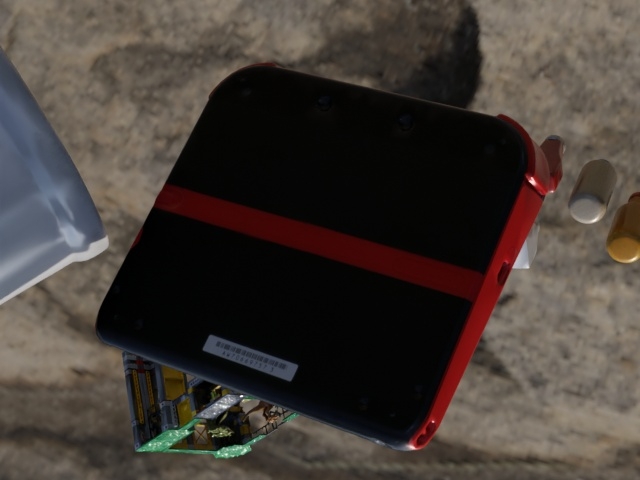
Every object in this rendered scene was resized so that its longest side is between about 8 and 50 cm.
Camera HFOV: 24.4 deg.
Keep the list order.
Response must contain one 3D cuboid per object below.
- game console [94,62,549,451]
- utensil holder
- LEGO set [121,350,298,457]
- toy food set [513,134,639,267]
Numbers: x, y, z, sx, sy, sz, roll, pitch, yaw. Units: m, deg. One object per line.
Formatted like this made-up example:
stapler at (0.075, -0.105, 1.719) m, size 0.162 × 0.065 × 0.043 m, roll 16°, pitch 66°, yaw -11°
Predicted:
game console at (0.000, 0.000, 1.441) m, size 0.387 × 0.342 × 0.060 m, roll 16°, pitch 162°, yaw 30°
utensil holder at (-0.464, -0.033, 1.501) m, size 0.327 × 0.385 × 0.327 m, roll 53°, pitch 166°, yaw 20°
LEGO set at (-0.148, 0.190, 2.226) m, size 0.255 × 0.192 × 0.331 m, roll 3°, pitch 152°, yaw -31°
toy food set at (0.231, -0.044, 1.570) m, size 0.232 × 0.104 × 0.111 m, roll 0°, pitch 118°, yaw 22°
